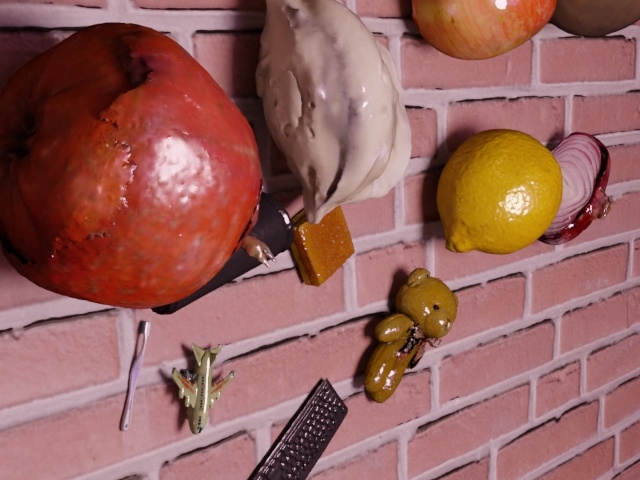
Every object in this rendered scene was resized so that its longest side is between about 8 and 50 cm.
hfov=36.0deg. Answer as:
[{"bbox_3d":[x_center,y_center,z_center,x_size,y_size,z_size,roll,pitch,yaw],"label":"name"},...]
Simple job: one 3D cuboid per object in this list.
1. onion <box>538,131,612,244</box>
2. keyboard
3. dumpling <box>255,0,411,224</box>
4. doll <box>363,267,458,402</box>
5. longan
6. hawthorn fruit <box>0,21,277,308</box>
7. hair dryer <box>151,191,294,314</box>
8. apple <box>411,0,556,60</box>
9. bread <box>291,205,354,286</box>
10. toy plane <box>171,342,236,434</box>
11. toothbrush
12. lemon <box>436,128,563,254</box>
[{"bbox_3d":[0.447,-0.077,1.723,0.206,0.151,0.098,-56,148,-3],"label":"onion"},{"bbox_3d":[-0.043,0.307,1.348,0.250,0.017,0.087,-52,128,-29],"label":"keyboard"},{"bbox_3d":[0.038,-0.187,1.228,0.243,0.187,0.318,-17,105,-41],"label":"dumpling"},{"bbox_3d":[0.138,0.148,1.461,0.137,0.097,0.209,45,70,-47],"label":"doll"},{"bbox_3d":[0.452,-0.473,1.596,0.300,0.300,0.243,-56,172,-25],"label":"longan"},{"bbox_3d":[-0.166,-0.051,0.960,0.307,0.276,0.276,33,72,-33],"label":"hawthorn fruit"},{"bbox_3d":[-0.154,-0.062,1.139,0.197,0.089,0.251,-31,109,-37],"label":"hair dryer"},{"bbox_3d":[0.229,-0.352,1.404,0.209,0.209,0.164,-42,122,-34],"label":"apple"},{"bbox_3d":[0.000,0.000,1.330,0.090,0.035,0.094,-41,124,-34],"label":"bread"},{"bbox_3d":[-0.146,0.180,1.200,0.102,0.040,0.111,13,88,-45],"label":"toy plane"},{"bbox_3d":[-0.215,0.157,1.144,0.011,0.013,0.131,13,88,-37],"label":"toothbrush"},{"bbox_3d":[0.272,-0.073,1.501,0.244,0.187,0.187,-45,126,-26],"label":"lemon"}]
